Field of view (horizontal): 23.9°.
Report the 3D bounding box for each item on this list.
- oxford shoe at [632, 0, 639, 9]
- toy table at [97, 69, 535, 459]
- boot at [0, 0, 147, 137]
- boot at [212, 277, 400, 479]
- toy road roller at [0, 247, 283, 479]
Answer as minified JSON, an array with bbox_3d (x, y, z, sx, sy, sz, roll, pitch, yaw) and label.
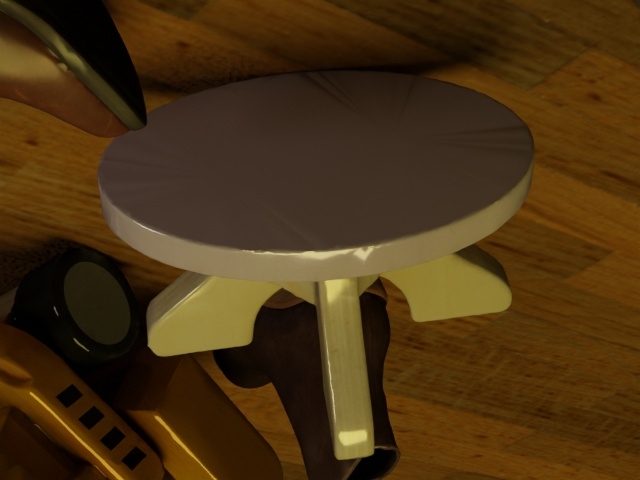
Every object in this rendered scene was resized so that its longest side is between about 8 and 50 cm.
[{"bbox_3d":[0.243,-0.130,0.868,0.076,0.212,0.076,17,114,-35],"label":"oxford shoe"},{"bbox_3d":[0.000,0.000,1.008,0.274,0.252,0.161,2,134,4],"label":"toy table"},{"bbox_3d":[-0.273,-0.078,0.865,0.280,0.096,0.264,-34,142,20],"label":"boot"},{"bbox_3d":[-0.018,0.125,1.224,0.090,0.206,0.248,7,147,-25],"label":"boot"},{"bbox_3d":[-0.207,0.193,1.194,0.202,0.240,0.329,-26,117,30],"label":"toy road roller"}]
